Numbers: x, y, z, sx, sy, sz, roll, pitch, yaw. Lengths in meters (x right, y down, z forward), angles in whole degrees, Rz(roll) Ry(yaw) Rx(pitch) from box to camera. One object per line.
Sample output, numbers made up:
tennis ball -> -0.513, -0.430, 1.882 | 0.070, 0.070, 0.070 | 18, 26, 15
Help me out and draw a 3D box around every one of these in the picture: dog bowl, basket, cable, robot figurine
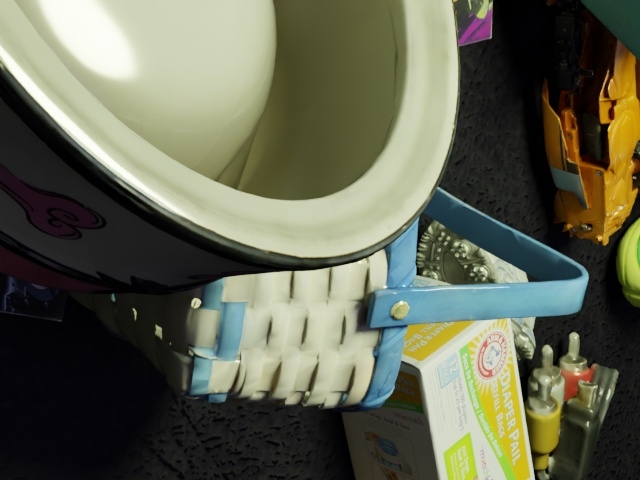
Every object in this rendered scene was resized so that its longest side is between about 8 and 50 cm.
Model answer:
dog bowl -> -0.110, -0.154, 0.881 | 0.408, 0.150, 0.408 | 28, 49, -39
basket -> 0.000, 0.000, 1.141 | 0.289, 0.255, 0.201 | -1, 110, -37
cable -> 0.215, 0.221, 1.613 | 0.139, 0.072, 0.287 | -37, 141, -55
robot figurine -> 0.258, -0.155, 1.496 | 0.211, 0.085, 0.291 | -29, 123, -39

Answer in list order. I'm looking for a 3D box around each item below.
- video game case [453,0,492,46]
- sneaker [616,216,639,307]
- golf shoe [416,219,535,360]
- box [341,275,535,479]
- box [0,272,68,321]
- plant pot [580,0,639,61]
video game case -> 0.044, -0.234, 1.271 | 0.232, 0.042, 0.210 | -18, 117, -43
sneaker -> 0.404, -0.031, 1.664 | 0.295, 0.123, 0.109 | -48, 132, -27
golf shoe -> 0.134, 0.024, 1.450 | 0.176, 0.069, 0.086 | 58, 40, -43
box -> 0.093, 0.147, 1.398 | 0.114, 0.103, 0.203 | -35, 126, -35
box -> -0.240, -0.019, 0.928 | 0.147, 0.180, 0.077 | 13, 91, -49
plant pot -> 0.250, -0.283, 1.328 | 0.165, 0.234, 0.166 | -40, 166, -32
